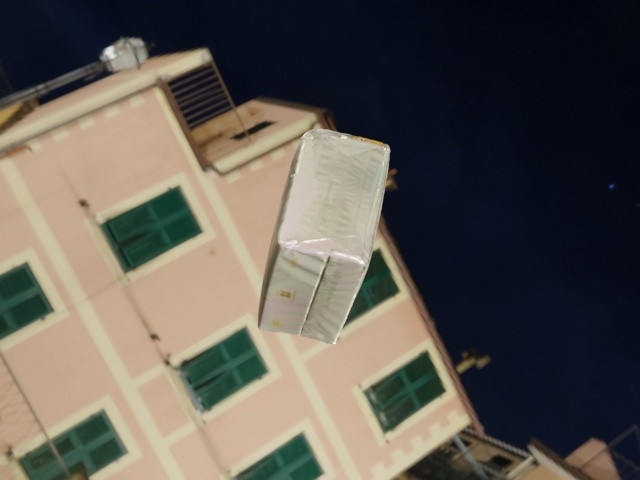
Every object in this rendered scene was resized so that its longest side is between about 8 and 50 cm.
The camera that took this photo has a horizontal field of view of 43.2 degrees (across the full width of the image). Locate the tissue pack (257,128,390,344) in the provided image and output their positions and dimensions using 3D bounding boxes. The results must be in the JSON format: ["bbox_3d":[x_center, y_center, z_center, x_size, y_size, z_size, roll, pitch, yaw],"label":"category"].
[{"bbox_3d":[0.000,0.000,1.043,0.225,0.124,0.185,107,-5,-57],"label":"tissue pack"}]
